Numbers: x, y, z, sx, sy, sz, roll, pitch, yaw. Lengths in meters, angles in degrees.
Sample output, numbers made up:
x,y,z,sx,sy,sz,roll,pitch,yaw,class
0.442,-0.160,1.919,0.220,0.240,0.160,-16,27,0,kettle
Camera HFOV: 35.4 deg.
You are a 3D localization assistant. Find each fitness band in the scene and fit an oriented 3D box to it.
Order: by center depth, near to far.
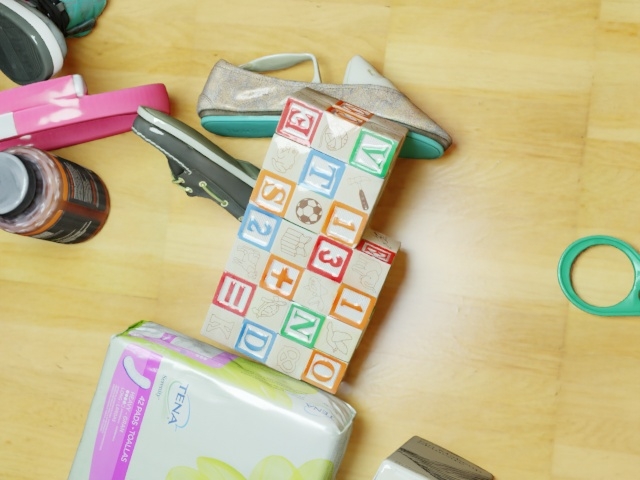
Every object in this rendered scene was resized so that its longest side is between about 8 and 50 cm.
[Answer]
x,y,z,sx,sy,sz,roll,pitch,yaw,class
-0.324,-0.144,1.192,0.290,0.209,0.054,-12,91,5,fitness band

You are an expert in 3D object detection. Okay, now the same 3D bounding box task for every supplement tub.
x,y,z,sx,sy,sz,roll,pitch,yaw,class
-0.335,-0.054,1.194,0.106,0.198,0.106,-1,84,10,supplement tub

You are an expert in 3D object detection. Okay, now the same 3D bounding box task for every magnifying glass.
x,y,z,sx,sy,sz,roll,pitch,yaw,class
0.380,0.067,1.135,0.231,0.026,0.092,25,89,14,magnifying glass

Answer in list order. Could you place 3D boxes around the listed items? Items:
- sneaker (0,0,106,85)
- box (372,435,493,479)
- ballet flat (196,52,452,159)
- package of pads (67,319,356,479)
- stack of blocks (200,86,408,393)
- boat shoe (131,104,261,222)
x,y,z,sx,sy,sz,roll,pitch,yaw,class
-0.331,-0.276,1.209,0.178,0.124,0.295,-33,37,-26,sneaker
0.110,0.276,1.037,0.113,0.275,0.094,25,90,11,box
0.005,-0.170,1.191,0.316,0.107,0.106,9,75,11,ballet flat
-0.127,0.241,1.157,0.296,0.101,0.229,22,102,11,package of pads
0.000,0.000,1.124,0.171,0.087,0.297,23,109,5,stack of blocks
-0.131,-0.077,1.163,0.069,0.227,0.081,-53,35,9,boat shoe
